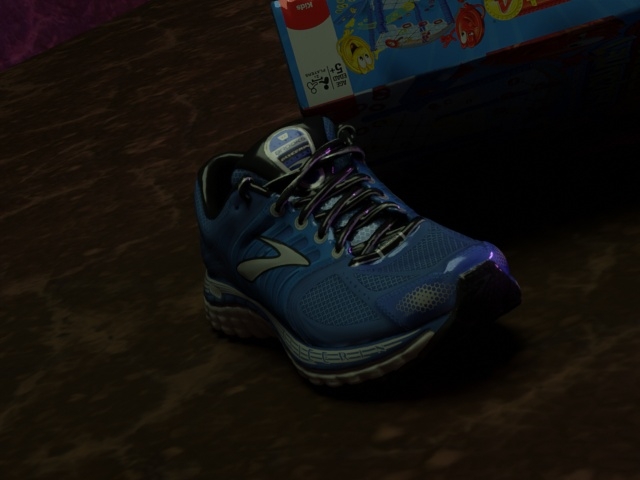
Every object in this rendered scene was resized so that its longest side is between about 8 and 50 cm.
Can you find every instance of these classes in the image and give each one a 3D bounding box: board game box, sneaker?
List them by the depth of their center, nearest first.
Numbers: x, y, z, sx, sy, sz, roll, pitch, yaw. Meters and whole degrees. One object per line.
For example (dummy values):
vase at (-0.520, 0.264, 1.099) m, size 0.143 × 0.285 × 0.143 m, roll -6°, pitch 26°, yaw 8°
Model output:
sneaker at (0.000, 0.000, 1.039) m, size 0.129 × 0.147 × 0.330 m, roll -27°, pitch 20°, yaw -28°
board game box at (0.135, -0.142, 1.219) m, size 0.301 × 0.086 × 0.308 m, roll -16°, pitch -12°, yaw 4°
